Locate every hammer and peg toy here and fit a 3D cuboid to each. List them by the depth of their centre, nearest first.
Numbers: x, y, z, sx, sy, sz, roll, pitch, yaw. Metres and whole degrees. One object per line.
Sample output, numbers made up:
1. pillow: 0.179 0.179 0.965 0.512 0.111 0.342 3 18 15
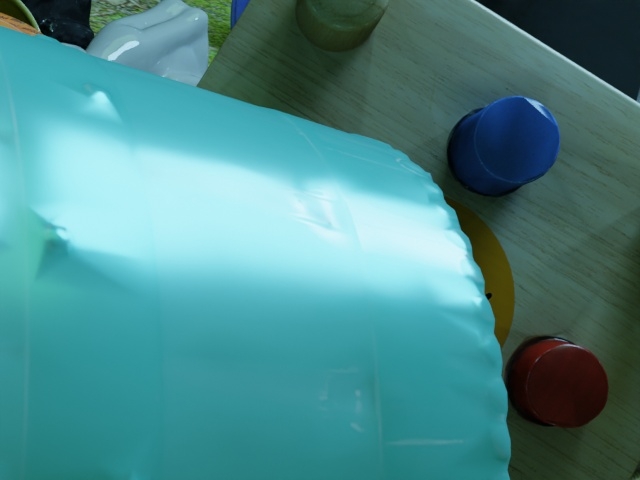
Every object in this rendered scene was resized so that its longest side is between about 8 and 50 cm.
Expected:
1. hammer and peg toy: 0.087 0.046 0.675 0.361 0.266 0.127 31 -6 -2

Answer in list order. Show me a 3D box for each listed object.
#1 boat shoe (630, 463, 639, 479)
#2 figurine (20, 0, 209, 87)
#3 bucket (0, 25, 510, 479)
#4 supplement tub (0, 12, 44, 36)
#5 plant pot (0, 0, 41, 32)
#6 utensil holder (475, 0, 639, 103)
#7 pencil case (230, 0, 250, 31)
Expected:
1. boat shoe: 0.041 0.056 0.782 0.324 0.096 0.116 10 51 -1
2. figurine: -0.221 -0.157 1.234 0.215 0.092 0.209 27 28 23
3. bucket: -0.086 0.071 0.450 0.183 0.281 0.281 11 19 -27
4. supplement tub: -0.191 -0.013 0.706 0.117 0.190 0.117 16 18 -5
5. plant pot: -0.245 -0.105 1.065 0.134 0.134 0.095 21 -8 9
6. utensil holder: 0.204 -0.162 1.337 0.328 0.327 0.385 27 17 26
7. pencil case: 0.051 -0.216 1.658 0.306 0.133 0.119 21 46 13
